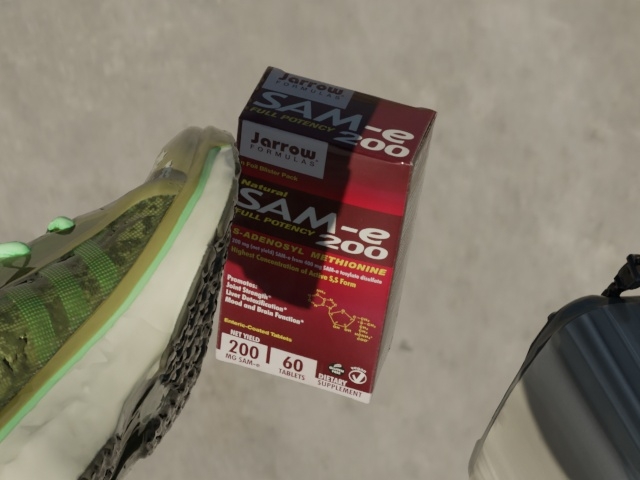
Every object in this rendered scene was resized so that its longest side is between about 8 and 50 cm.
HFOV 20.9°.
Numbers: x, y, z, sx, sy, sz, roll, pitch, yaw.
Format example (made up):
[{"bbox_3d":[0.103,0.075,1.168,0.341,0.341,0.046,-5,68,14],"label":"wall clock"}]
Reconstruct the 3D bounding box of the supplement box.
[{"bbox_3d":[0.000,0.000,1.282,0.130,0.239,0.073,15,41,9],"label":"supplement box"}]

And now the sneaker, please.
[{"bbox_3d":[-0.162,0.048,0.885,0.182,0.158,0.410,22,38,5],"label":"sneaker"}]

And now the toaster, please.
[{"bbox_3d":[0.190,0.133,1.053,0.129,0.227,0.146,-3,47,-28],"label":"toaster"}]
